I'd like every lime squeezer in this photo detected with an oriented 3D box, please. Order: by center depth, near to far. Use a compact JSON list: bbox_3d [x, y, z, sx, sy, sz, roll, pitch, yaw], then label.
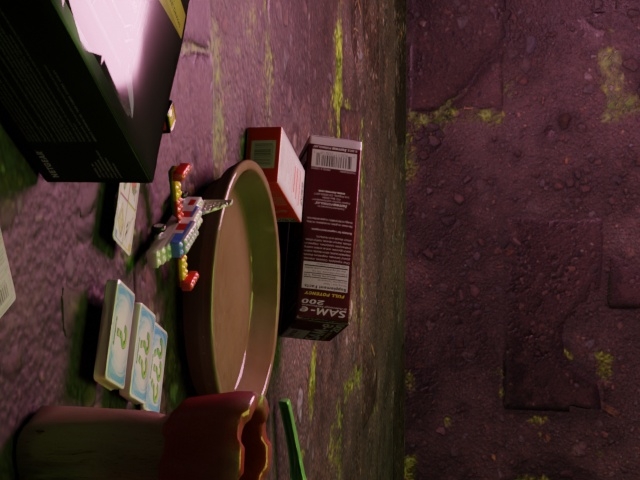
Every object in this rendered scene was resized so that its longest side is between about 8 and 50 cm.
[{"bbox_3d":[-0.042,0.364,1.462,0.110,0.059,0.310,18,73,-47],"label":"lime squeezer"}]

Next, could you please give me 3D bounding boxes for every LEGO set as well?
[{"bbox_3d":[-0.126,0.014,0.936,0.182,0.060,0.244,71,22,-70],"label":"LEGO set"}]

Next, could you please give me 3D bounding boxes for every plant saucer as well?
[{"bbox_3d":[-0.090,0.055,1.168,0.278,0.041,0.278,1,90,-80],"label":"plant saucer"}]

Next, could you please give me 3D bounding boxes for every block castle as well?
[{"bbox_3d":[-0.067,0.310,0.848,0.453,0.213,0.303,68,25,-65],"label":"block castle"}]

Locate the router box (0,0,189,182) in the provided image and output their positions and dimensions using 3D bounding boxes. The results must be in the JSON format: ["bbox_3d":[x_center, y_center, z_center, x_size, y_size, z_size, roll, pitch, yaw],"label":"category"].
[{"bbox_3d":[-0.157,-0.215,0.672,0.309,0.081,0.243,73,22,-59],"label":"router box"}]

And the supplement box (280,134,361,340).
[{"bbox_3d":[0.000,0.000,1.452,0.130,0.073,0.239,127,-31,-72],"label":"supplement box"}]

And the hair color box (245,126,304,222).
[{"bbox_3d":[-0.053,-0.076,1.337,0.141,0.043,0.072,60,32,-69],"label":"hair color box"}]

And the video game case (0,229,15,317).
[{"bbox_3d":[-0.210,0.008,0.585,0.157,0.019,0.143,-68,156,-60],"label":"video game case"}]
